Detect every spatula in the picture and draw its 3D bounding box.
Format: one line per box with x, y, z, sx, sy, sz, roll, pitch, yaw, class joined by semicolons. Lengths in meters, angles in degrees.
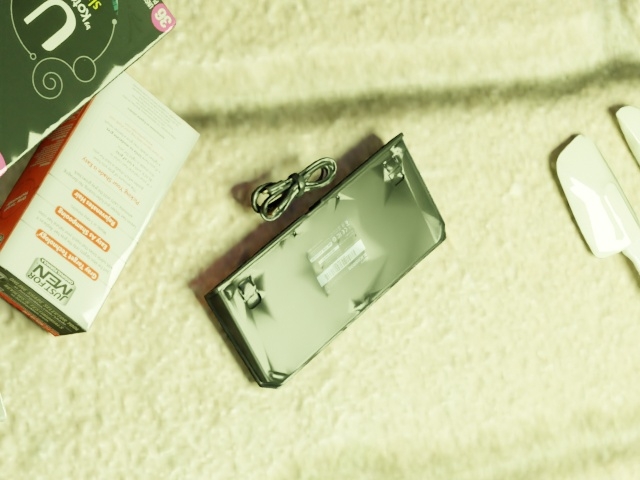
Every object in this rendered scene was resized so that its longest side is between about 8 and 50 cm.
0.268;0.003;1.432;0.168;0.019;0.242;-42;109;-37;spatula

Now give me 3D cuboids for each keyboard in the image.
0.000;0.000;1.238;0.180;0.023;0.108;-41;114;-33;keyboard

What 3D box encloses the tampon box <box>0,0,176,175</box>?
-0.186;-0.110;1.069;0.161;0.101;0.120;-46;109;-30;tampon box

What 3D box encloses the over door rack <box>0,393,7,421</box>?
-0.300;-0.044;0.890;0.239;0.108;0.324;-13;83;-18;over door rack

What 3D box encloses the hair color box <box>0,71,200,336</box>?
-0.134;-0.023;1.131;0.072;0.043;0.141;41;62;-25;hair color box
